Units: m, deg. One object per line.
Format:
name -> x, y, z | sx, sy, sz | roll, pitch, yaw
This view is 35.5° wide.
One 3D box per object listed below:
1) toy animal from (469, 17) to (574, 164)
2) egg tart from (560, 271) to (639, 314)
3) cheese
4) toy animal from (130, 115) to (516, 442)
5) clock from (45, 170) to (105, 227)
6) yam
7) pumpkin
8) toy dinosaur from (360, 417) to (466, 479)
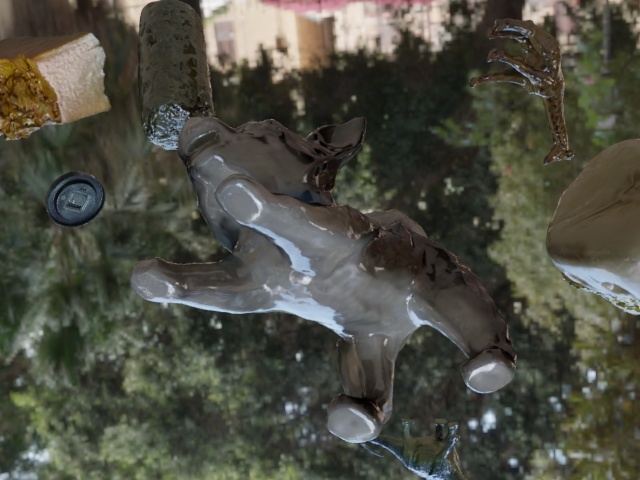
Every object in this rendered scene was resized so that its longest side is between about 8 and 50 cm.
toy animal -> 0.349, -0.245, 1.615 | 0.149, 0.275, 0.054 | -50, -151, -1
egg tart -> 0.495, 0.024, 1.455 | 0.294, 0.123, 0.294 | -18, -158, 8
cheese -> 0.394, -0.032, 1.267 | 0.235, 0.117, 0.218 | -18, -135, 43
toy animal -> 0.000, 0.000, 0.954 | 0.194, 0.344, 0.303 | -40, -157, 24
clock -> -0.341, -0.057, 1.389 | 0.085, 0.085, 0.017 | -15, -141, -28
yam -> -0.152, -0.176, 1.041 | 0.078, 0.078, 0.179 | -7, -128, -2
pumpkin -> -0.426, -0.221, 1.438 | 0.247, 0.131, 0.126 | -19, -152, -10
toy dinosaur -> 0.206, 0.412, 1.924 | 0.076, 0.147, 0.363 | -4, -162, -44
